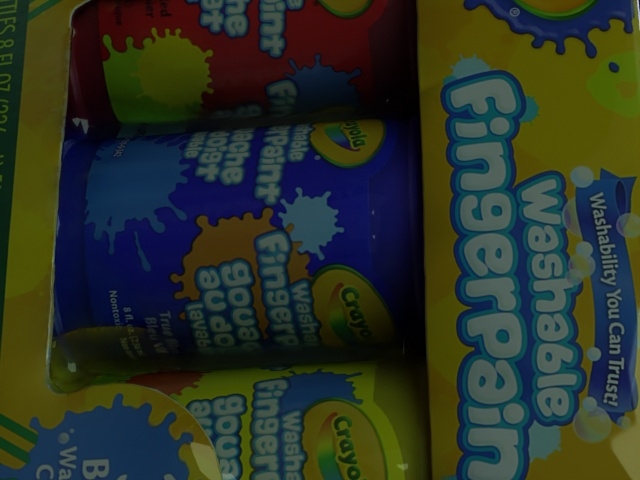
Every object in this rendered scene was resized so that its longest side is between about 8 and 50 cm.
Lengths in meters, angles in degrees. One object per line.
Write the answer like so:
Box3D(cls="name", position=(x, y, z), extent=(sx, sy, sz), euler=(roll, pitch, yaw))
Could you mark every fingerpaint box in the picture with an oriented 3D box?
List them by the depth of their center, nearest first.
Box3D(cls="fingerpaint box", position=(0.000, 0.000, 0.872), extent=(0.371, 0.163, 0.445), euler=(-3, 68, 8))

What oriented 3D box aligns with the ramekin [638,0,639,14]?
Box3D(cls="ramekin", position=(0.107, -0.230, 1.080), extent=(0.273, 0.273, 0.127), euler=(33, 46, -13))
